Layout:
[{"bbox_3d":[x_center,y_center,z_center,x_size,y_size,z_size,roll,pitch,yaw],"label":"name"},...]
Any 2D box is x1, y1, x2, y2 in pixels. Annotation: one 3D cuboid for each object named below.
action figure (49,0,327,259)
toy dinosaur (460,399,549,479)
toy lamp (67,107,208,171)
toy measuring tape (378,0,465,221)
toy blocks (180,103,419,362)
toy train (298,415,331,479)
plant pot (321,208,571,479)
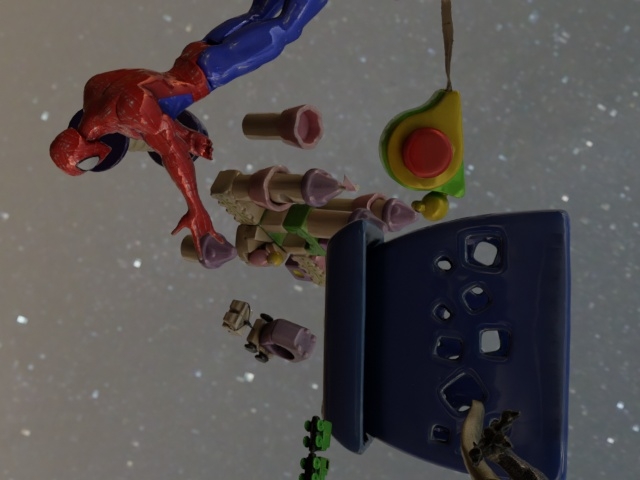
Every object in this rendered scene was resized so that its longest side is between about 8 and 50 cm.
[{"bbox_3d":[-0.060,-0.099,0.829,0.280,0.139,0.091,-33,-149,-22],"label":"action figure"},{"bbox_3d":[0.124,0.168,0.656,0.064,0.118,0.268,-35,-136,3],"label":"toy dinosaur"},{"bbox_3d":[-0.198,-0.119,1.322,0.080,0.080,0.274,-60,170,10],"label":"toy lamp"},{"bbox_3d":[0.132,-0.187,1.578,0.121,0.121,0.330,14,-68,60],"label":"toy measuring tape"},{"bbox_3d":[0.000,0.000,1.672,0.260,0.288,0.309,6,-120,40],"label":"toy blocks"},{"bbox_3d":[-0.004,0.178,0.887,0.017,0.023,0.083,-9,-115,36],"label":"toy train"},{"bbox_3d":[0.115,0.088,1.059,0.236,0.212,0.236,16,76,-82],"label":"plant pot"}]
